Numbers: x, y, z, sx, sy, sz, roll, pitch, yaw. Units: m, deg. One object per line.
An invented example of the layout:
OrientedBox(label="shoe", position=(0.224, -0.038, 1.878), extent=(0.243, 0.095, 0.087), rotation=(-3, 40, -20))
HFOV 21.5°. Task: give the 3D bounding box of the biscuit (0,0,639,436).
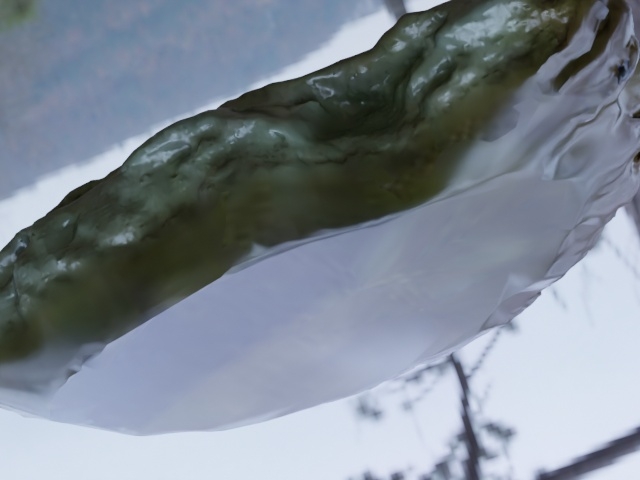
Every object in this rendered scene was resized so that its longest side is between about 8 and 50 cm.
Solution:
OrientedBox(label="biscuit", position=(0.000, 0.000, 0.714), extent=(0.329, 0.078, 0.335), rotation=(-1, 149, -39))
